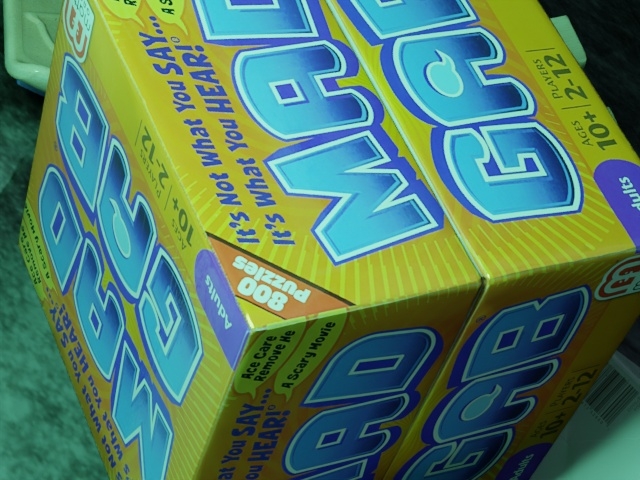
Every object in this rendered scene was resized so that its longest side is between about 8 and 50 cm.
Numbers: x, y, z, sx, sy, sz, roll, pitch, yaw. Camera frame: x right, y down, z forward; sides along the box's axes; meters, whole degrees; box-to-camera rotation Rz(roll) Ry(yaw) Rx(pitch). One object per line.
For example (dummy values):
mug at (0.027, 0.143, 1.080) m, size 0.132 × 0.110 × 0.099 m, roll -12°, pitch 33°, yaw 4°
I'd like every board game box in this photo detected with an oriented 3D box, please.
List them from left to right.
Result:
board game box at (0.000, 0.000, 1.380) m, size 0.356 × 0.356 × 0.356 m, roll -11°, pitch 56°, yaw -26°

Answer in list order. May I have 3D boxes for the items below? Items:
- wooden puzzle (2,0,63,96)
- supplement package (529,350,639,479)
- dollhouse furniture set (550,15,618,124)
wooden puzzle at (-0.199, -0.189, 1.789) m, size 0.322 × 0.080 × 0.348 m, roll 25°, pitch 29°, yaw -31°
supplement package at (0.294, 0.229, 1.656) m, size 0.177 × 0.175 × 0.293 m, roll 47°, pitch 8°, yaw 37°
dollhouse furniture set at (0.145, -0.077, 1.848) m, size 0.362 × 0.256 × 0.394 m, roll 80°, pitch -5°, yaw -52°
